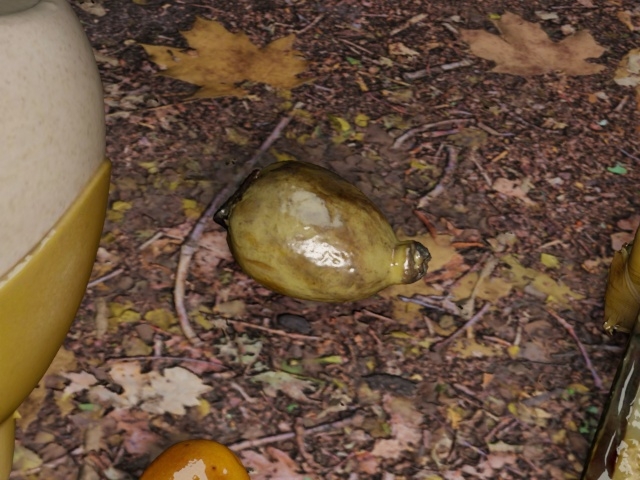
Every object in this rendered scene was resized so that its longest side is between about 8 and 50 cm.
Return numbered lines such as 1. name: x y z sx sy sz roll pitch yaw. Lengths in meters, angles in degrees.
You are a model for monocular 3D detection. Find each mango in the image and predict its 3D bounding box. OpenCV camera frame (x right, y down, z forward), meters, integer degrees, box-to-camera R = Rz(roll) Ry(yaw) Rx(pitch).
1. mango: -0.119 0.237 1.611 0.105 0.084 0.159 31 64 23

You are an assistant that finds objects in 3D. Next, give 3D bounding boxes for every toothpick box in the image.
1. toothpick box: -0.381 -0.018 1.585 0.409 0.425 0.409 11 21 -4

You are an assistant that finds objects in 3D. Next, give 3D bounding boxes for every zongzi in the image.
1. zongzi: 0.377 0.040 1.892 0.194 0.197 0.099 23 55 9

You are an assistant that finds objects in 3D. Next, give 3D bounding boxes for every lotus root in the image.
1. lotus root: 0.000 0.000 1.901 0.214 0.138 0.138 23 39 14

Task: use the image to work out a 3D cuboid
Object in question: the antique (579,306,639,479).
1. antique: 0.301 0.198 1.734 0.125 0.150 0.284 20 47 9
